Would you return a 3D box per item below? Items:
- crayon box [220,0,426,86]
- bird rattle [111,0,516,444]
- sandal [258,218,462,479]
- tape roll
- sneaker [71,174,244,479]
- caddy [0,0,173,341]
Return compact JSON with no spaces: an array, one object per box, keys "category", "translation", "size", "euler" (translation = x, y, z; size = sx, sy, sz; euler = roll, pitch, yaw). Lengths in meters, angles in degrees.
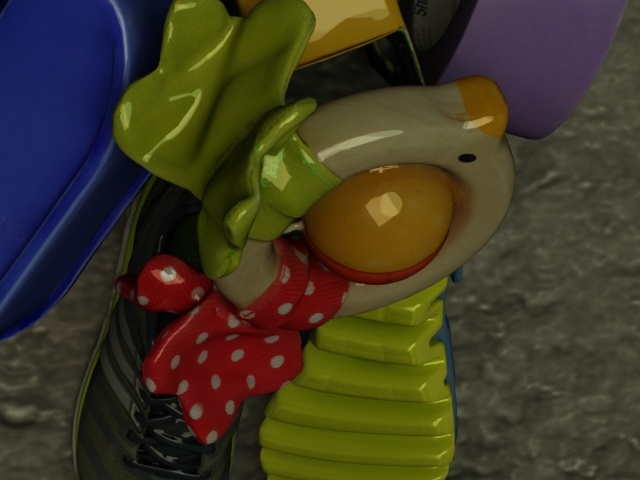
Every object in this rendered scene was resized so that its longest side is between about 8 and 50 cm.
[{"category":"crayon box","translation":[-0.040,-0.217,0.911],"size":[0.083,0.203,0.323],"euler":[-21,106,-3]},{"category":"bird rattle","translation":[0.000,0.000,0.844],"size":[0.207,0.143,0.253],"euler":[-12,139,-9]},{"category":"sandal","translation":[0.038,0.044,1.032],"size":[0.126,0.138,0.317],"euler":[13,123,7]},{"category":"tape roll","translation":[0.110,-0.157,0.957],"size":[0.080,0.189,0.189],"euler":[15,102,-11]},{"category":"sneaker","translation":[-0.090,0.078,1.022],"size":[0.111,0.121,0.300],"euler":[5,104,-10]},{"category":"caddy","translation":[-0.215,-0.079,0.933],"size":[0.241,0.179,0.341],"euler":[39,107,0]}]
